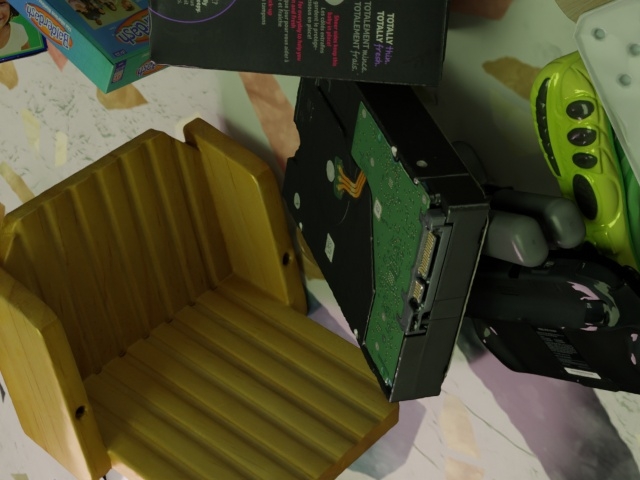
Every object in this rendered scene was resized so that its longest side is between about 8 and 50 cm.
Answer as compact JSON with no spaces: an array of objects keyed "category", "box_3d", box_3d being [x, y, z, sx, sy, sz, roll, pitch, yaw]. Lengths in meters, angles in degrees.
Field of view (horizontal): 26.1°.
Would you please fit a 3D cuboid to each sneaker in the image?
[{"category":"sneaker","box_3d":[0.270,-0.049,1.220,0.109,0.123,0.295,39,156,44]}]

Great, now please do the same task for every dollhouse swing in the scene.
[{"category":"dollhouse swing","box_3d":[-0.120,0.088,1.471,0.305,0.347,0.315,17,130,41]}]

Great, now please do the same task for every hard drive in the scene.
[{"category":"hard drive","box_3d":[0.053,-0.041,1.353,0.339,0.064,0.236,-117,29,-47]}]

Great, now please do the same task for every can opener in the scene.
[{"category":"can opener","box_3d":[0.153,-0.031,1.273,0.093,0.074,0.280,65,172,-15]}]

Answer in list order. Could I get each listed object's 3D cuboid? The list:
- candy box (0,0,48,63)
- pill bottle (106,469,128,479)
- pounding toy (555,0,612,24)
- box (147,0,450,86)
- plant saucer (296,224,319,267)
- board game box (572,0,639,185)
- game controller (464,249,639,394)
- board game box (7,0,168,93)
[{"category":"candy box","box_3d":[-0.452,-0.385,1.661,0.268,0.122,0.317,29,134,57]},{"category":"pill bottle","box_3d":[-0.171,0.427,1.826,0.229,0.229,0.407,15,123,38]},{"category":"pounding toy","box_3d":[0.239,-0.245,1.104,0.270,0.155,0.154,-3,106,44]},{"category":"box","box_3d":[-0.014,-0.251,1.269,0.270,0.143,0.165,6,122,5]},{"category":"plant saucer","box_3d":[0.000,0.000,1.578,0.083,0.015,0.083,23,127,34]},{"category":"board game box","box_3d":[0.438,-0.062,1.023,0.390,0.050,0.389,-19,104,36]},{"category":"game controller","box_3d":[0.224,0.075,1.293,0.166,0.067,0.319,41,166,-19]},{"category":"board game box","box_3d":[-0.247,-0.268,1.554,0.210,0.160,0.047,43,136,18]}]
